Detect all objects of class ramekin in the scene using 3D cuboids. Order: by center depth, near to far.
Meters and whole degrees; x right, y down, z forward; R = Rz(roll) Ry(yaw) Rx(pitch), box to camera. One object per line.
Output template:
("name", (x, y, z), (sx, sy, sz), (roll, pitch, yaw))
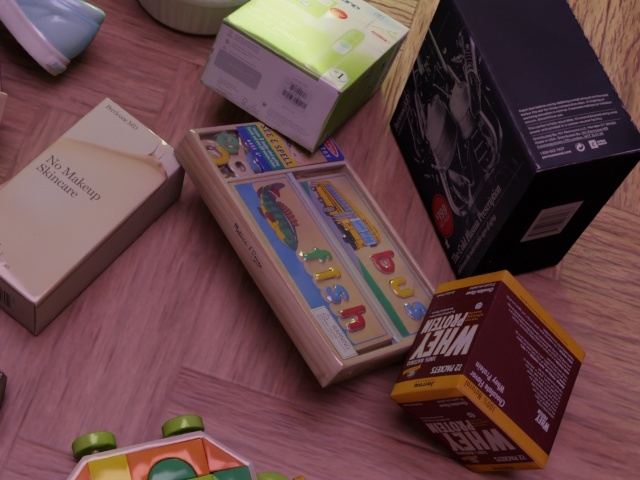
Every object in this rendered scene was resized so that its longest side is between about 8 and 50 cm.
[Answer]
("ramekin", (-0.190, -0.453, 1.907), (0.273, 0.127, 0.273), (6, 61, -10))

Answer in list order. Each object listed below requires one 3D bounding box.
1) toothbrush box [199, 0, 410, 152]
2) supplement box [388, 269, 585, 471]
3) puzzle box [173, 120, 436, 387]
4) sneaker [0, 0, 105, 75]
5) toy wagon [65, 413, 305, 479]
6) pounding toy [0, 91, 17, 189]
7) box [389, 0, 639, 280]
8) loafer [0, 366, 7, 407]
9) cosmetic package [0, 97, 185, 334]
("toothbrush box", (-0.019, -0.284, 1.803), (0.206, 0.122, 0.283), (33, 36, 7))
("supplement box", (0.228, 0.180, 1.599), (0.191, 0.129, 0.194), (44, 55, -25))
("puzzle box", (0.000, 0.000, 1.676), (0.272, 0.052, 0.409), (-13, 63, -48))
("sneaker", (-0.462, -0.428, 1.803), (0.150, 0.135, 0.366), (-40, 86, 1))
("toy wagon", (-0.164, 0.352, 1.494), (0.344, 0.068, 0.267), (-9, 64, -18))
("pounding toy", (-0.508, -0.119, 1.661), (0.181, 0.094, 0.206), (14, 94, -26))
("box", (0.268, -0.154, 1.719), (0.179, 0.343, 0.312), (-12, 64, -18))
("loafer", (-0.515, 0.158, 1.520), (0.251, 0.094, 0.087), (29, 47, -1))
("cosmetic package", (-0.346, -0.037, 1.646), (0.160, 0.113, 0.309), (37, 61, 8))
